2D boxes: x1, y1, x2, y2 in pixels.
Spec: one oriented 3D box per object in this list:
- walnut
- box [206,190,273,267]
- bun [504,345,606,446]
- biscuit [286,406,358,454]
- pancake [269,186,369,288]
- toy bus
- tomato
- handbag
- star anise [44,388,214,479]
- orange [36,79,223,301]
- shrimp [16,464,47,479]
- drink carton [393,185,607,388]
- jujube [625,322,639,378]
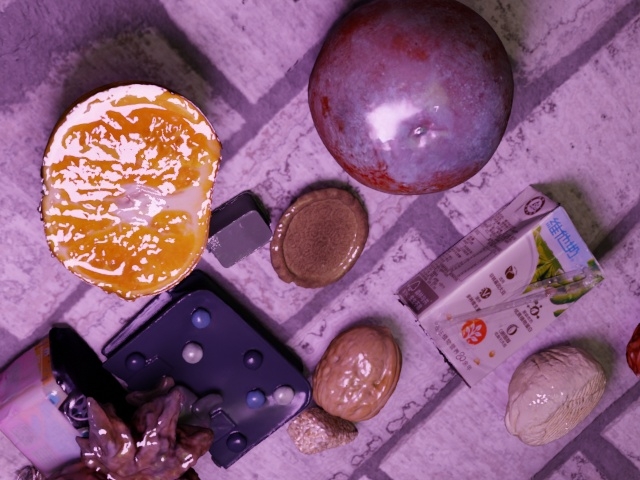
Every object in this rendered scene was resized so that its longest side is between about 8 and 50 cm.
[{"bbox_3d":[0.071,0.232,1.817,0.155,0.155,0.184,27,94,-26],"label":"walnut"},{"bbox_3d":[-0.138,-0.015,1.685,0.122,0.069,0.084,-34,117,0],"label":"box"},{"bbox_3d":[0.435,0.293,1.963,0.220,0.134,0.220,-26,144,-21],"label":"bun"},{"bbox_3d":[0.007,0.341,1.840,0.070,0.082,0.168,-43,162,15],"label":"biscuit"},{"bbox_3d":[-0.001,-0.001,1.741,0.199,0.021,0.199,-15,124,-24],"label":"pancake"},{"bbox_3d":[-0.387,0.341,1.722,0.162,0.171,0.386,-31,120,4],"label":"toy bus"},{"bbox_3d":[0.139,-0.222,1.569,0.316,0.282,0.317,-3,121,-4],"label":"tomato"},{"bbox_3d":[-0.200,0.242,1.760,0.269,0.118,0.326,-42,116,5],"label":"handbag"},{"bbox_3d":[-0.305,0.355,1.590,0.315,0.108,0.315,-12,125,-18],"label":"star anise"},{"bbox_3d":[-0.278,-0.088,1.512,0.274,0.274,0.310,-7,149,-14],"label":"orange"},{"bbox_3d":[-0.498,0.426,1.781,0.065,0.056,0.165,6,109,-13],"label":"shrimp"},{"bbox_3d":[0.320,0.082,1.835,0.324,0.132,0.194,-39,118,0],"label":"drink carton"},{"bbox_3d":[0.717,0.194,1.975,0.213,0.213,0.232,29,101,-26],"label":"jujube"}]
